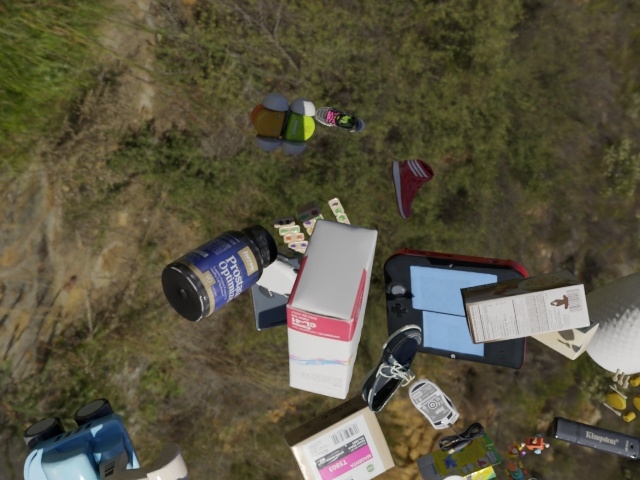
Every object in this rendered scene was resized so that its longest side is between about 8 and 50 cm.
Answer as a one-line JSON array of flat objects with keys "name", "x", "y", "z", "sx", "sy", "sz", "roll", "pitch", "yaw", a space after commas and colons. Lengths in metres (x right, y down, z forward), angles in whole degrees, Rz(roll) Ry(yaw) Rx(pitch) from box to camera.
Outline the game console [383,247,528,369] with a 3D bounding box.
[{"name": "game console", "x": 0.366, "y": 0.190, "z": 1.755, "sx": 0.060, "sy": 0.386, "sz": 0.342, "roll": -48, "pitch": 139, "yaw": -54}]

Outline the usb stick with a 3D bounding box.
[{"name": "usb stick", "x": 0.882, "y": 0.633, "z": 2.056, "sx": 0.045, "sy": 0.278, "sz": 0.077, "roll": 91, "pitch": 14, "yaw": -56}]

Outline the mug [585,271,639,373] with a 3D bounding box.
[{"name": "mug", "x": 0.998, "y": 0.223, "z": 1.847, "sx": 0.328, "sy": 0.374, "sz": 0.276, "roll": 125, "pitch": -32, "yaw": -63}]

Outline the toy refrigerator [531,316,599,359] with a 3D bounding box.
[{"name": "toy refrigerator", "x": 0.600, "y": 0.202, "z": 1.744, "sx": 0.102, "sy": 0.269, "sz": 0.094, "roll": -16, "pitch": 128, "yaw": -44}]

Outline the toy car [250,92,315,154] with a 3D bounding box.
[{"name": "toy car", "x": -0.109, "y": -0.338, "z": 1.813, "sx": 0.136, "sy": 0.182, "sz": 0.159, "roll": -125, "pitch": -135, "yaw": -54}]

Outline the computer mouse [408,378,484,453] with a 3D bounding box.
[{"name": "computer mouse", "x": 0.268, "y": 0.378, "z": 1.422, "sx": 0.106, "sy": 0.193, "sz": 0.042, "roll": -35, "pitch": -173, "yaw": 12}]

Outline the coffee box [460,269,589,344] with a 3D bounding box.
[{"name": "coffee box", "x": 0.446, "y": 0.146, "z": 1.423, "sx": 0.141, "sy": 0.246, "sz": 0.098, "roll": -49, "pitch": 127, "yaw": -78}]

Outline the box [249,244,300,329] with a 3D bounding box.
[{"name": "box", "x": -0.095, "y": 0.135, "z": 2.152, "sx": 0.395, "sy": 0.293, "sz": 0.212, "roll": -147, "pitch": -130, "yaw": -79}]

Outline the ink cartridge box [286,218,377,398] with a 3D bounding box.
[{"name": "ink cartridge box", "x": 0.021, "y": 0.142, "z": 1.280, "sx": 0.306, "sy": 0.131, "sz": 0.226, "roll": 94, "pitch": 10, "yaw": -50}]

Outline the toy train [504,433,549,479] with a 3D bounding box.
[{"name": "toy train", "x": 0.623, "y": 0.663, "z": 1.960, "sx": 0.046, "sy": 0.125, "sz": 0.166, "roll": 53, "pitch": 46, "yaw": -35}]

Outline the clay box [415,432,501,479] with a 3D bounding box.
[{"name": "clay box", "x": 0.393, "y": 0.638, "z": 1.815, "sx": 0.127, "sy": 0.222, "sz": 0.053, "roll": -107, "pitch": 175, "yaw": -63}]

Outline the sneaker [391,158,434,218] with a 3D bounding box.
[{"name": "sneaker", "x": 0.300, "y": -0.161, "z": 2.029, "sx": 0.221, "sy": 0.128, "sz": 0.087, "roll": 71, "pitch": 17, "yaw": -44}]

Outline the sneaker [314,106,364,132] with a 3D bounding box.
[{"name": "sneaker", "x": 0.057, "y": -0.394, "z": 2.070, "sx": 0.075, "sy": 0.170, "sz": 0.063, "roll": -11, "pitch": 122, "yaw": -77}]

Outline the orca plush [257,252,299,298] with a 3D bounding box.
[{"name": "orca plush", "x": -0.081, "y": 0.087, "z": 1.809, "sx": 0.102, "sy": 0.287, "sz": 0.151, "roll": -57, "pitch": 151, "yaw": -58}]

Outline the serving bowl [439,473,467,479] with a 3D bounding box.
[{"name": "serving bowl", "x": 0.287, "y": 0.547, "z": 1.398, "sx": 0.027, "sy": 0.083, "sz": 0.083, "roll": -134, "pitch": -114, "yaw": -81}]

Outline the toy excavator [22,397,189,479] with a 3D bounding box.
[{"name": "toy excavator", "x": -0.579, "y": 0.609, "z": 1.717, "sx": 0.445, "sy": 0.433, "sz": 0.222, "roll": -146, "pitch": -142, "yaw": -71}]

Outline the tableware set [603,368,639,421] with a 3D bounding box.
[{"name": "tableware set", "x": 0.700, "y": 0.353, "z": 1.440, "sx": 0.024, "sy": 0.104, "sz": 0.154, "roll": -31, "pitch": 138, "yaw": -24}]

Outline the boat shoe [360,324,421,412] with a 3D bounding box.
[{"name": "boat shoe", "x": 0.175, "y": 0.312, "z": 1.553, "sx": 0.254, "sy": 0.095, "sz": 0.079, "roll": -57, "pitch": -150, "yaw": 26}]

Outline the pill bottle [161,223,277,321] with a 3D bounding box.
[{"name": "pill bottle", "x": -0.190, "y": 0.053, "z": 1.246, "sx": 0.219, "sy": 0.123, "sz": 0.123, "roll": -35, "pitch": 152, "yaw": -41}]

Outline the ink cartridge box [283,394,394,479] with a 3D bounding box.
[{"name": "ink cartridge box", "x": 0.049, "y": 0.543, "z": 1.661, "sx": 0.234, "sy": 0.193, "sz": 0.088, "roll": -25, "pitch": -168, "yaw": -12}]

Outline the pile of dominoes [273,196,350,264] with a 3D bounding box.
[{"name": "pile of dominoes", "x": 0.000, "y": 0.000, "z": 1.833, "sx": 0.040, "sy": 0.196, "sz": 0.251, "roll": -104, "pitch": 168, "yaw": -51}]
